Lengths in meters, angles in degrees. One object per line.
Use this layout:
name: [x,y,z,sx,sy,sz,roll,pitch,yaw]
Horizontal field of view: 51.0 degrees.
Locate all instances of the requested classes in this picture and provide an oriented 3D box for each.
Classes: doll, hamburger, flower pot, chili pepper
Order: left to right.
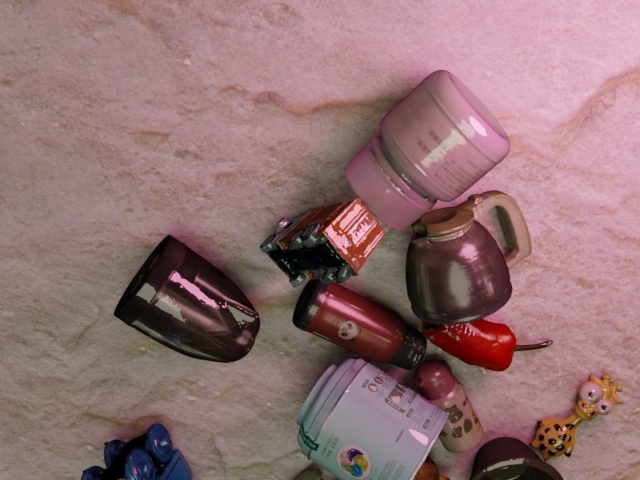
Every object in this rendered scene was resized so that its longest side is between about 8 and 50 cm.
hamburger: [-0.041,0.702,1.850,0.062,0.140,0.133,43,139,-15]
chili pepper: [0.419,0.265,1.689,0.338,0.131,0.134,27,138,-17]
flower pot: [0.507,0.645,1.810,0.268,0.166,0.269,0,111,1]
doll: [0.683,0.476,1.792,0.117,0.086,0.291,45,105,15]

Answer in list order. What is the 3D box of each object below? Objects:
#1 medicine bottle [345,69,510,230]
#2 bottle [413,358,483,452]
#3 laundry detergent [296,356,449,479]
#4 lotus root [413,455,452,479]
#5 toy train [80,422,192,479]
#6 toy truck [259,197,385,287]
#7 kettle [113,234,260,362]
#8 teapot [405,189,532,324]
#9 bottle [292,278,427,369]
medicine bottle: [0.226,-0.188,1.455,0.241,0.241,0.302,42,114,-14]
bottle: [0.329,0.424,1.755,0.120,0.120,0.253,-24,109,9]
laundry detergent: [0.114,0.460,1.650,0.305,0.287,0.287,31,110,15]
lotus root: [0.217,0.644,1.827,0.314,0.141,0.169,17,113,-16]
toy train: [-0.466,0.648,1.741,0.188,0.300,0.265,-24,98,9]
toy truck: [0.000,0.000,1.510,0.136,0.305,0.162,50,64,-17]
kettle: [-0.315,0.189,1.631,0.324,0.228,0.321,36,133,-17]
teapot: [0.342,0.031,1.537,0.321,0.239,0.240,-15,112,5]
bottle: [0.105,0.217,1.662,0.336,0.144,0.144,28,108,-11]
